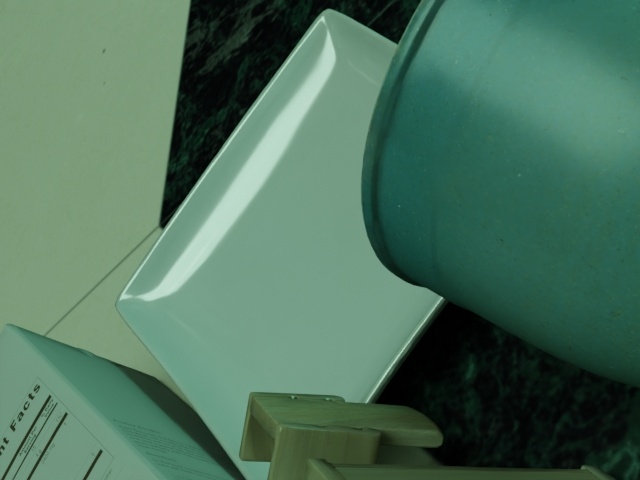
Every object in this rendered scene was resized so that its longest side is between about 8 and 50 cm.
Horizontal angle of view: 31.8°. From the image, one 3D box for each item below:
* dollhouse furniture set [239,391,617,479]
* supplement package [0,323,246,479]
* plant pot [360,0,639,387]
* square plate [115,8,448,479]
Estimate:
[{"bbox_3d":[0.065,0.283,0.679,0.286,0.198,0.303,-151,69,-67],"label":"dollhouse furniture set"},{"bbox_3d":[-0.169,0.220,0.907,0.293,0.177,0.175,29,91,49],"label":"supplement package"},{"bbox_3d":[0.207,-0.033,0.611,0.255,0.271,0.272,34,96,33],"label":"plant pot"},{"bbox_3d":[0.000,0.000,0.923,0.344,0.049,0.347,-54,40,3],"label":"square plate"}]
